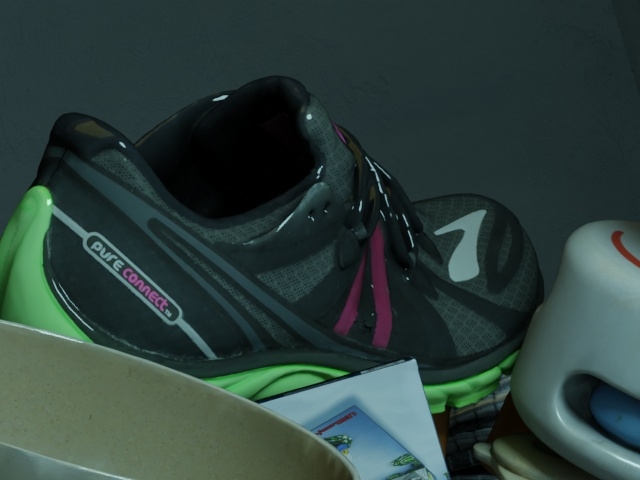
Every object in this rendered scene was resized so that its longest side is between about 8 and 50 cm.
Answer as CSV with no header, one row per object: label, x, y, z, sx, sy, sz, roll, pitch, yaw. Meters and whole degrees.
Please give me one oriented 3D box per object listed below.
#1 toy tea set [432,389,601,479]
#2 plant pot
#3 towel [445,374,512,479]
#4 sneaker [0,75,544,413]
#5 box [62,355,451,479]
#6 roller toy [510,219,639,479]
toy tea set,0.075,0.179,1.289,0.336,0.124,0.200,5,15,-34
plant pot,-0.142,0.162,0.924,0.284,0.191,0.284,17,6,-2
towel,0.119,0.172,1.607,0.284,0.121,0.235,-21,5,8
sneaker,0.000,0.000,1.232,0.185,0.202,0.483,24,16,36
box,-0.036,0.174,1.080,0.233,0.159,0.044,-16,0,-1
roller toy,0.228,0.085,1.260,0.191,0.146,0.209,12,19,-23
